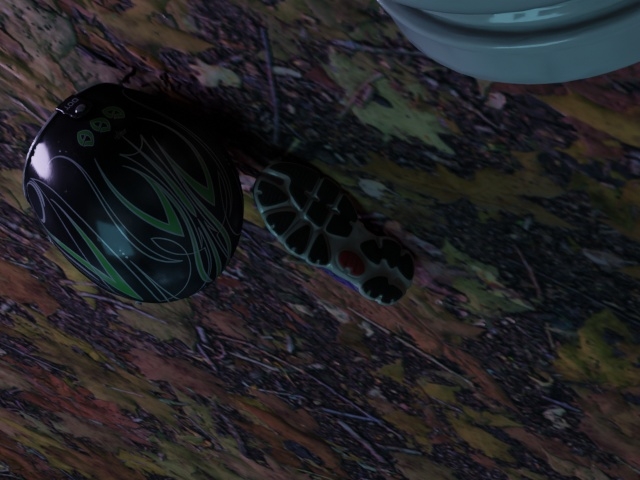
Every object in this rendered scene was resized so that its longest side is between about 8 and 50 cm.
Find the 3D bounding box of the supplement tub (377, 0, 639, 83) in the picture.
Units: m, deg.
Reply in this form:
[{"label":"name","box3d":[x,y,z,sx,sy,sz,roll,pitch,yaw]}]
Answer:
[{"label":"supplement tub","box3d":[0.058,-0.242,0.774,0.241,0.241,0.331,12,153,34]}]

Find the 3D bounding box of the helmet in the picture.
[{"label":"helmet","box3d":[-0.141,-0.032,1.553,0.161,0.169,0.169,38,162,22]}]

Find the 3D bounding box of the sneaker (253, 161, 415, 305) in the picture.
[{"label":"sneaker","box3d":[0.000,0.000,1.586,0.170,0.068,0.071,42,160,-31]}]
